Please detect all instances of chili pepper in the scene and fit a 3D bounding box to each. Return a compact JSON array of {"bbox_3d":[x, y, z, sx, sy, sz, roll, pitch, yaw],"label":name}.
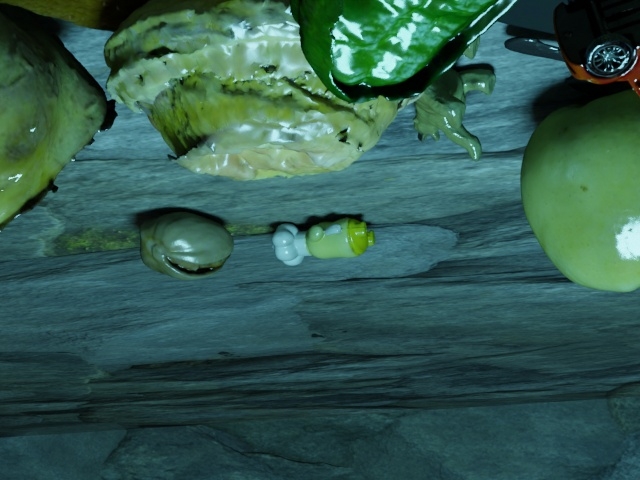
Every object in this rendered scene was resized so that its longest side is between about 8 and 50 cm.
[{"bbox_3d":[0.109,-0.277,1.071,0.213,0.167,0.385,0,147,-35],"label":"chili pepper"}]

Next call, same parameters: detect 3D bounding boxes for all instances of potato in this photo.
[{"bbox_3d":[-0.380,-0.163,1.351,0.288,0.301,0.237,11,142,40],"label":"potato"}]

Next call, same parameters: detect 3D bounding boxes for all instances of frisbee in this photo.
[{"bbox_3d":[0.317,-0.193,1.507,0.187,0.012,0.211,6,173,41],"label":"frisbee"}]

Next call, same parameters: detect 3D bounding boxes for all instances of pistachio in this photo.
[{"bbox_3d":[-0.202,0.008,2.050,0.149,0.113,0.113,8,161,-41],"label":"pistachio"}]

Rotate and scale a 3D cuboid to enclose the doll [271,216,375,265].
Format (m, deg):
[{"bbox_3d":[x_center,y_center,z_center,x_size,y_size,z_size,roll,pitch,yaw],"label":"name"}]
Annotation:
[{"bbox_3d":[0.000,0.000,2.091,0.162,0.062,0.106,-8,156,19],"label":"doll"}]

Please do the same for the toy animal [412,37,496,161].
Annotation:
[{"bbox_3d":[0.140,-0.168,1.575,0.101,0.103,0.218,13,169,20],"label":"toy animal"}]

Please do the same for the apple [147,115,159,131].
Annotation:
[{"bbox_3d":[-0.161,-0.157,1.579,0.084,0.084,0.071,-18,131,42],"label":"apple"}]

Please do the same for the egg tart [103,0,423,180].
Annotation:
[{"bbox_3d":[-0.049,-0.142,1.367,0.352,0.150,0.352,-1,167,0],"label":"egg tart"}]

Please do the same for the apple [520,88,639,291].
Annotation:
[{"bbox_3d":[0.372,-0.064,1.625,0.262,0.262,0.262,-1,162,0],"label":"apple"}]

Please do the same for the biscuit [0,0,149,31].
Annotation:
[{"bbox_3d":[-0.143,-0.275,1.246,0.381,0.074,0.359,0,162,0],"label":"biscuit"}]

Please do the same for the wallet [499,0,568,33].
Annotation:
[{"bbox_3d":[0.305,-0.241,1.396,0.285,0.030,0.146,10,158,-13],"label":"wallet"}]

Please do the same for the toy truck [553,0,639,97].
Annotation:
[{"bbox_3d":[0.359,-0.210,1.304,0.252,0.107,0.114,-19,134,14],"label":"toy truck"}]
